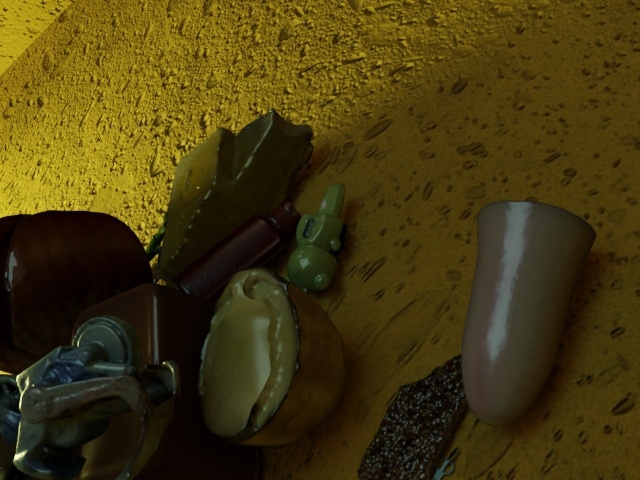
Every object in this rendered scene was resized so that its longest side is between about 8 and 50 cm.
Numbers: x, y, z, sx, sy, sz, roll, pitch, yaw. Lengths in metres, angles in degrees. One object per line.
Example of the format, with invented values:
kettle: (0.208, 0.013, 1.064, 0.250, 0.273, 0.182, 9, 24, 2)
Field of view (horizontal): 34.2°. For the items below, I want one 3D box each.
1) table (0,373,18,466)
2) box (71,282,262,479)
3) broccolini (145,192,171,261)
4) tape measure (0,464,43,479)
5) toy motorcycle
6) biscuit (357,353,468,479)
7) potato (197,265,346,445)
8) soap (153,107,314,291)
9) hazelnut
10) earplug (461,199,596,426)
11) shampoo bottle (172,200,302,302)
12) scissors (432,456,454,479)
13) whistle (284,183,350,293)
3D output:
table: (-0.613, 0.331, 1.983, 0.167, 0.167, 0.226, -61, 16, -13)
box: (-0.267, 0.265, 1.751, 0.239, 0.229, 0.340, -23, 58, 31)
broccolini: (-0.346, -0.009, 2.248, 0.216, 0.067, 0.058, -56, 35, 8)
tape measure: (-0.539, 0.514, 1.895, 0.135, 0.202, 0.223, -7, 61, 36)
toy motorcycle: (-0.369, 0.267, 1.553, 0.319, 0.182, 0.241, -32, 55, 24)
biscuit: (0.147, 0.268, 1.553, 0.131, 0.026, 0.237, 14, 70, 51)
potato: (-0.062, 0.201, 1.666, 0.242, 0.242, 0.286, -27, 52, 27)
soap: (-0.162, -0.050, 2.003, 0.304, 0.169, 0.339, -30, 42, 39)
hazelnut: (-0.516, 0.106, 2.036, 0.359, 0.409, 0.359, 10, 104, 44)
earplug: (0.275, 0.114, 1.462, 0.172, 0.172, 0.301, -3, 65, 43)
shampoo bottle: (-0.147, 0.026, 1.952, 0.260, 0.064, 0.102, -40, 57, -13)
scissors: (0.163, 0.349, 1.493, 0.036, 0.006, 0.083, 23, 77, 52)
whistle: (0.000, 0.000, 1.868, 0.105, 0.085, 0.228, -4, 59, 42)
